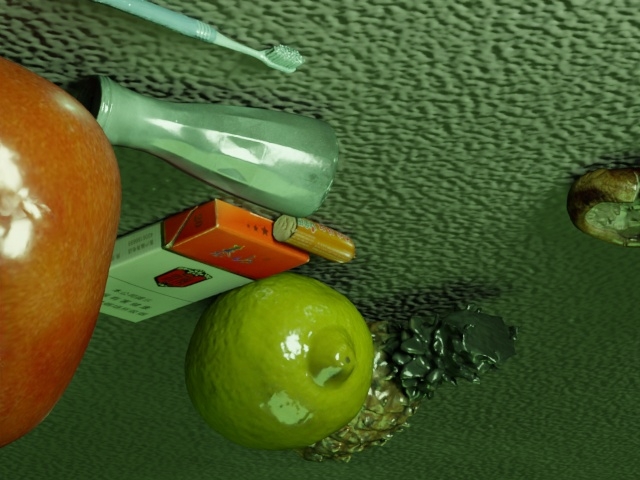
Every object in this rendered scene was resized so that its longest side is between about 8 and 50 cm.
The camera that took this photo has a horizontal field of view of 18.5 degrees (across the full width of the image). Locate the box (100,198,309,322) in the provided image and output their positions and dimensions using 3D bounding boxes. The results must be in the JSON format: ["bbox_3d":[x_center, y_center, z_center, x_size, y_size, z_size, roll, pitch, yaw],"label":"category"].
[{"bbox_3d":[-0.145,0.024,1.932,0.245,0.035,0.139,-18,154,35],"label":"box"}]

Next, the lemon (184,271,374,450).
[{"bbox_3d":[-0.047,0.126,2.006,0.184,0.184,0.248,13,159,-34],"label":"lemon"}]

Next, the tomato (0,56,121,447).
[{"bbox_3d":[-0.316,0.001,1.499,0.341,0.341,0.273,-12,-173,22],"label":"tomato"}]

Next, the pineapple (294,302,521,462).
[{"bbox_3d":[0.084,0.143,2.115,0.279,0.157,0.158,-21,152,31],"label":"pineapple"}]

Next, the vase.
[{"bbox_3d":[-0.096,-0.082,1.612,0.214,0.086,0.086,14,153,-28],"label":"vase"}]

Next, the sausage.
[{"bbox_3d":[0.000,0.000,1.894,0.031,0.031,0.107,-20,153,36],"label":"sausage"}]

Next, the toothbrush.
[{"bbox_3d":[-0.097,-0.162,1.487,0.219,0.016,0.019,16,150,-40],"label":"toothbrush"}]

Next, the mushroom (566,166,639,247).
[{"bbox_3d":[0.289,-0.036,1.813,0.123,0.052,0.123,2,152,1],"label":"mushroom"}]
